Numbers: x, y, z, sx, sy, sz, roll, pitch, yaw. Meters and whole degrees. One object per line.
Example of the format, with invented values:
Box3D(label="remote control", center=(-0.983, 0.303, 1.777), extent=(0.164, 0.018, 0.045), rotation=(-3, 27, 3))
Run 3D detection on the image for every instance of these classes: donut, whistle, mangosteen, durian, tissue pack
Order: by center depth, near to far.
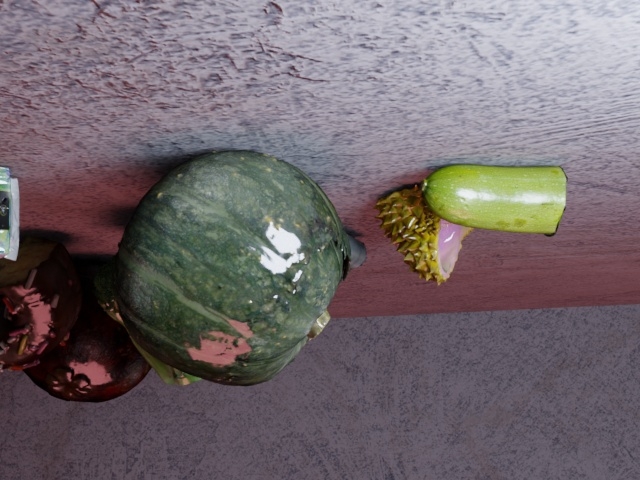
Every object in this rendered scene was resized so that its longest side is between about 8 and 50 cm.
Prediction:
Box3D(label="tissue pack", center=(-0.414, -0.030, 1.035), extent=(0.079, 0.111, 0.085), rotation=(5, 167, -38))
Box3D(label="durian", center=(0.162, -0.023, 1.258), extent=(0.132, 0.165, 0.182), rotation=(-45, -175, 10))
Box3D(label="whistle", center=(0.000, 0.000, 1.404), extent=(0.062, 0.062, 0.312), rotation=(-6, 168, 22))
Box3D(label="donut", center=(-0.592, 0.121, 1.461), extent=(0.344, 0.136, 0.259), rotation=(2, 126, 4))
Box3D(label="mangosteen", center=(-0.478, 0.162, 1.730), extent=(0.306, 0.360, 0.306), rotation=(2, 135, 2))

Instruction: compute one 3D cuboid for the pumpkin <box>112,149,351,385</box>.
Box3D(label="pumpkin", center=(-0.102, 0.037, 1.043), extent=(0.257, 0.292, 0.327), rotation=(34, -179, 7))

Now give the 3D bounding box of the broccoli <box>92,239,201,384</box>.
Box3D(label="broccoli", center=(-0.212, 0.089, 1.332), extent=(0.307, 0.275, 0.308), rotation=(-7, -164, 2))

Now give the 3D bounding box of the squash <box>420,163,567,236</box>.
Box3D(label="squash", center=(0.218, -0.056, 1.088), extent=(0.187, 0.095, 0.095), rotation=(3, 168, -10))
